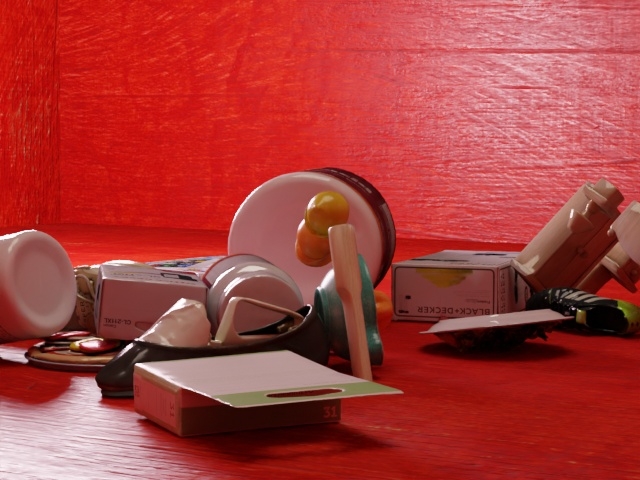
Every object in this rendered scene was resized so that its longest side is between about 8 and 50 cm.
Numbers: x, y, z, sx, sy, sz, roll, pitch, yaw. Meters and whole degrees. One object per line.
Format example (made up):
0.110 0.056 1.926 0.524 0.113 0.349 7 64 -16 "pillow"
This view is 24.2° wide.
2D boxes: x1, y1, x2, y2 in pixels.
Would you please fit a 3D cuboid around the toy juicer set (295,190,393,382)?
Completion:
0.039 0.046 1.746 0.090 0.209 0.329 -5 5 -10 "toy juicer set"

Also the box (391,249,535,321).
0.230 0.069 2.304 0.169 0.087 0.290 2 4 21 "box"

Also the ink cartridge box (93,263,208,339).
-0.208 0.076 1.819 0.128 0.072 0.175 6 3 -11 "ink cartridge box"

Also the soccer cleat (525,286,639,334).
0.362 0.100 2.083 0.179 0.060 0.072 6 6 32 "soccer cleat"

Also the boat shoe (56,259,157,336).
-0.328 0.088 1.982 0.285 0.104 0.089 -9 3 31 "boat shoe"

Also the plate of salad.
0.225 0.117 1.906 0.200 0.048 0.200 -6 -4 0 "plate of salad"

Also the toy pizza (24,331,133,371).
-0.257 0.128 1.808 0.201 0.032 0.201 0 4 0 "toy pizza"

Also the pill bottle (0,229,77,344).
-0.426 0.069 1.845 0.229 0.131 0.131 -11 -2 31 "pill bottle"

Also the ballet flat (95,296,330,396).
-0.117 0.110 1.631 0.280 0.096 0.095 -3 5 -34 "ballet flat"

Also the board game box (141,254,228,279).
-0.184 0.064 2.573 0.193 0.053 0.305 4 5 36 "board game box"

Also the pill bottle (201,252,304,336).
-0.086 0.082 1.843 0.121 0.121 0.221 0 4 -10 "pill bottle"

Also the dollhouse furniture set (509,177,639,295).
0.465 0.092 2.136 0.355 0.174 0.303 43 0 43 "dollhouse furniture set"

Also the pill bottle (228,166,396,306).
0.000 0.000 2.293 0.224 0.224 0.392 1 4 7 "pill bottle"

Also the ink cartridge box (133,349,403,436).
-0.053 0.149 1.382 0.171 0.056 0.235 -2 8 -28 "ink cartridge box"
